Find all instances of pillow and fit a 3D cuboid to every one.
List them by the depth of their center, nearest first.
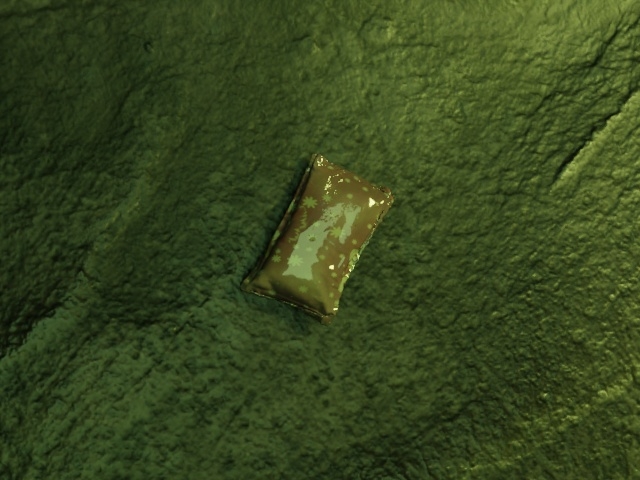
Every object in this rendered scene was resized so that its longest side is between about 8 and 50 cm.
[{"bbox_3d":[0.000,0.000,0.999,0.118,0.043,0.185,27,85,-7],"label":"pillow"}]
